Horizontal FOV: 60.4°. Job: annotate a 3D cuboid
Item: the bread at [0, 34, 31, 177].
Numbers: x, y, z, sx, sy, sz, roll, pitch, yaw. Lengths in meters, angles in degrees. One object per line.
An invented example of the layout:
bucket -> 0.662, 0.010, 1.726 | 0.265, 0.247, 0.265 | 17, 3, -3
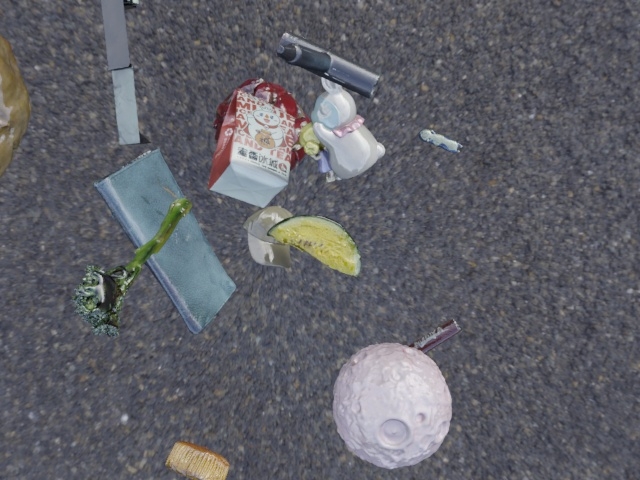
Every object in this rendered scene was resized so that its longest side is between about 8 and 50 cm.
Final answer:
bread -> -0.385, -0.131, 0.477 | 0.123, 0.230, 0.229 | 26, 88, 40

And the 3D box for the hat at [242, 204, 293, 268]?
hat -> -0.132, -0.012, 1.674 | 0.166, 0.173, 0.144 | 11, 114, -32

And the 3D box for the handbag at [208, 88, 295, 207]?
handbag -> -0.169, -0.253, 1.395 | 0.171, 0.151, 0.298 | 19, 59, -26

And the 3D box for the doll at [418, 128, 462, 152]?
doll -> 0.326, -0.272, 1.503 | 0.125, 0.027, 0.037 | 26, 83, 18

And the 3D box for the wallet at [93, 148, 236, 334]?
wallet -> -0.314, 0.005, 1.171 | 0.046, 0.190, 0.378 | -16, 112, 30

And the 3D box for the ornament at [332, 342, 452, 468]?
ornament -> 0.149, 0.350, 1.161 | 0.260, 0.225, 0.259 | 1, 99, 5

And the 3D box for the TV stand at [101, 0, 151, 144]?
TV stand -> -0.315, -0.287, 0.900 | 0.049, 0.040, 0.256 | 0, 99, 26

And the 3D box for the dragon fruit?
dragon fruit -> -0.189, -0.353, 1.775 | 0.330, 0.329, 0.329 | 0, 91, -5

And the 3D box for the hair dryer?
hair dryer -> 0.000, -0.267, 0.832 | 0.173, 0.195, 0.050 | 24, 110, 3

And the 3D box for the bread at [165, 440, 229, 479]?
bread -> -0.384, 0.706, 1.739 | 0.199, 0.199, 0.104 | 27, 63, -5

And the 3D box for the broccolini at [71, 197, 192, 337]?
broccolini -> -0.230, 0.019, 0.686 | 0.058, 0.254, 0.071 | 17, 123, -2

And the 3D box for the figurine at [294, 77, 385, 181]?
figurine -> 0.024, -0.257, 1.203 | 0.155, 0.127, 0.235 | -17, 117, 29

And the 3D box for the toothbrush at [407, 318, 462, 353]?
toothbrush -> 0.200, 0.309, 1.408 | 0.364, 0.041, 0.040 | -35, 94, 11

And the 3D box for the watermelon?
watermelon -> 0.000, 0.000, 1.587 | 0.301, 0.123, 0.129 | 28, 76, -15
